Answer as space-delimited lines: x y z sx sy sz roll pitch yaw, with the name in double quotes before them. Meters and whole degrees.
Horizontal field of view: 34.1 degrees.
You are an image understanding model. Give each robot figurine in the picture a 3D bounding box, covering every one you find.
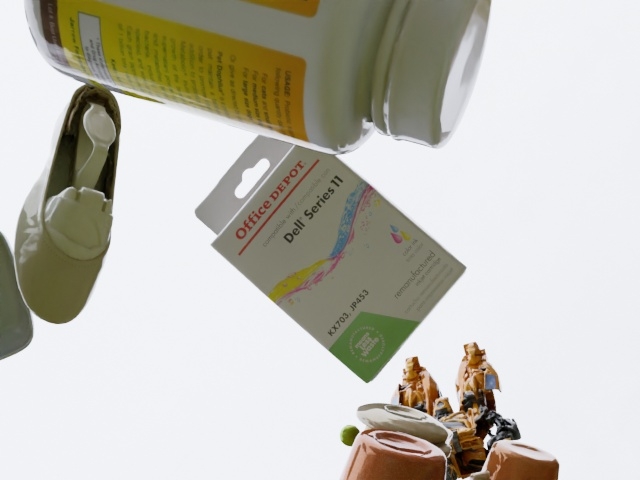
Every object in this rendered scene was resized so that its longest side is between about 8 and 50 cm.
"robot figurine" 0.188 0.263 1.565 0.211 0.291 0.085 -16 -71 12

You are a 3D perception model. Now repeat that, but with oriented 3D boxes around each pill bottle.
"pill bottle" -0.030 -0.114 0.522 0.117 0.215 0.117 18 -90 -74

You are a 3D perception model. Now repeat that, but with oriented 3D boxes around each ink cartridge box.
"ink cartridge box" 0.000 0.000 1.411 0.207 0.353 0.119 -50 -8 4

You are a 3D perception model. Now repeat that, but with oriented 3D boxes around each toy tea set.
"toy tea set" 0.152 0.243 0.859 0.200 0.336 0.124 -4 -72 -74

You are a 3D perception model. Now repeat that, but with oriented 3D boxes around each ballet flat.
"ballet flat" -0.221 -0.044 0.948 0.086 0.248 0.086 -1 -36 -1

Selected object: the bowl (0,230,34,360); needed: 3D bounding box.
"bowl" -0.372 0.063 1.085 0.142 0.053 0.142 -16 -87 -1
